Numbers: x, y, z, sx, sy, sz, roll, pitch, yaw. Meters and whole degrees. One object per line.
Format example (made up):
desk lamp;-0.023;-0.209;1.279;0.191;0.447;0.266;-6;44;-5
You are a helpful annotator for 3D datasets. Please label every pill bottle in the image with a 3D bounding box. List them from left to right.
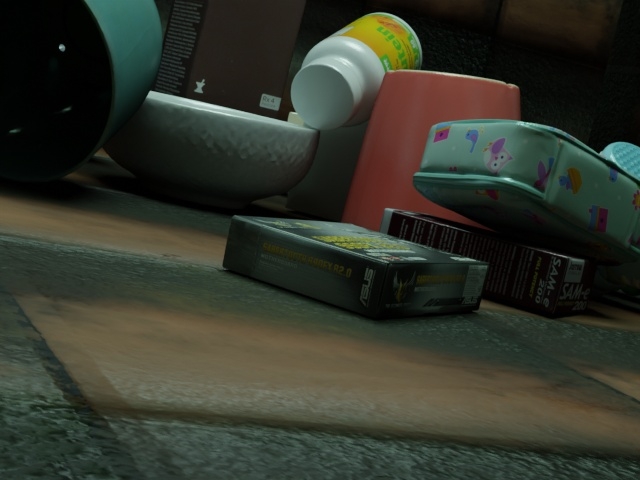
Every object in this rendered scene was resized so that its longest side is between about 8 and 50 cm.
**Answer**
pill bottle;0.052;-0.252;1.812;0.136;0.136;0.245;15;29;19

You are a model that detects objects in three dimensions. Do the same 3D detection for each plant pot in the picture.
plant pot;-0.336;-0.249;1.520;0.293;0.293;0.235;14;27;15
plant pot;0.173;-0.111;1.710;0.274;0.243;0.275;8;4;-1

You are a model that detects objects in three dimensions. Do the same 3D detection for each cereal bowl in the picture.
cereal bowl;-0.176;-0.132;1.774;0.338;0.141;0.339;13;6;-2

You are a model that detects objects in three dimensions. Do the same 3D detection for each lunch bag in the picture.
lunch bag;0.266;-0.056;1.494;0.279;0.108;0.224;25;-12;-33

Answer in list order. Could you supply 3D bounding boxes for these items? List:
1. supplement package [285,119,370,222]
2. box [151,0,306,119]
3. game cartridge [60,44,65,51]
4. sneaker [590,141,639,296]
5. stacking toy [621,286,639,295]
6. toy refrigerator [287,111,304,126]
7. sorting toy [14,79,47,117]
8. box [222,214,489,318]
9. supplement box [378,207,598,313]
supplement package;0.090;-0.116;1.995;0.175;0.178;0.293;15;6;21
box;-0.166;-0.286;2.043;0.191;0.382;0.143;8;8;-36
game cartridge;-0.522;-0.240;1.784;0.297;0.062;0.198;-22;21;-20
sneaker;0.447;0.043;1.624;0.127;0.208;0.319;-16;62;-45
stacking toy;0.474;0.030;1.743;0.330;0.141;0.141;24;12;38
toy refrigerator;0.057;-0.186;2.466;0.269;0.094;0.102;13;-1;-1
sorting toy;-0.502;-0.144;1.567;0.365;0.127;0.126;5;39;-34
box;0.042;0.025;1.217;0.183;0.056;0.231;17;8;32
supplement box;0.200;0.024;1.454;0.239;0.073;0.130;15;5;29
